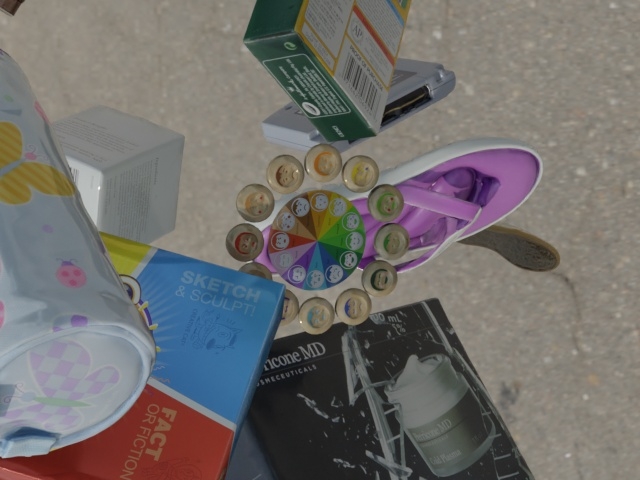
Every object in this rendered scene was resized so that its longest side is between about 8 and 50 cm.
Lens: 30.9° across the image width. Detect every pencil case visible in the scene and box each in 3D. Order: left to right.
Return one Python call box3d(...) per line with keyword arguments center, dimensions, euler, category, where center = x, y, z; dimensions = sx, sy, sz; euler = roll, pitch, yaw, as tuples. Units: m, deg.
box3d(center=(-0.196, -0.002, 0.709), dimensions=(0.273, 0.113, 0.124), euler=(59, 141, 33), category="pencil case")

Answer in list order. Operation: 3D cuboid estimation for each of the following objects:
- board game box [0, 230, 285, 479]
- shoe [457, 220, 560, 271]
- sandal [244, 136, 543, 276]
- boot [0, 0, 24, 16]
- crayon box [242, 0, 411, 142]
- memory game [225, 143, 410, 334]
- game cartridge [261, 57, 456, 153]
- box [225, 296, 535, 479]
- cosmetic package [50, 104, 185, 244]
box3d(center=(-0.214, 0.105, 0.994), dimensions=(0.064, 0.316, 0.242), euler=(100, -173, -55), category="board game box")
box3d(center=(0.340, -0.006, 2.119), dimensions=(0.219, 0.058, 0.076), euler=(21, 132, 23), category="shoe")
box3d(center=(0.105, -0.016, 1.503), dimensions=(0.169, 0.416, 0.102), euler=(84, 166, -48), category="sandal")
box3d(center=(-0.243, -0.244, 0.970), dimensions=(0.114, 0.037, 0.106), euler=(-59, 34, 0), category="boot")
box3d(center=(0.027, -0.312, 1.449), dimensions=(0.083, 0.203, 0.323), euler=(-4, 56, 33), category="crayon box")
box3d(center=(0.000, 0.000, 1.104), dimensions=(0.012, 0.186, 0.186), euler=(-146, 56, -69), category="memory game")
box3d(center=(0.058, -0.226, 1.937), dimensions=(0.196, 0.294, 0.060), euler=(25, 137, 50), category="game cartridge")
box3d(center=(0.048, 0.384, 1.682), dimensions=(0.297, 0.480, 0.471), euler=(-43, 68, 40), category="box")
box3d(center=(-0.299, -0.074, 1.554), dimensions=(0.151, 0.184, 0.151), euler=(22, 119, 23), category="cosmetic package")
